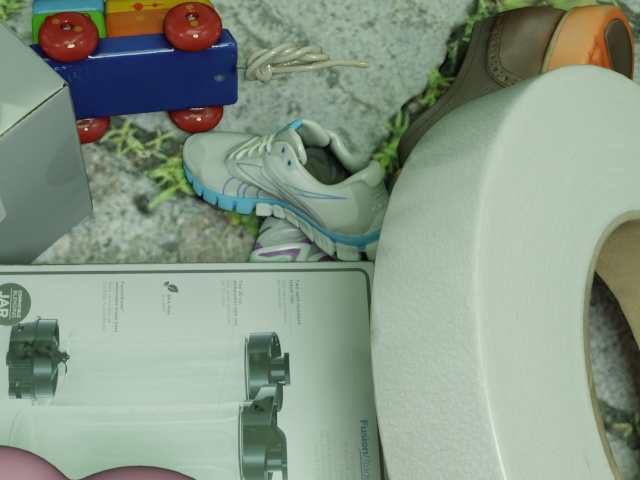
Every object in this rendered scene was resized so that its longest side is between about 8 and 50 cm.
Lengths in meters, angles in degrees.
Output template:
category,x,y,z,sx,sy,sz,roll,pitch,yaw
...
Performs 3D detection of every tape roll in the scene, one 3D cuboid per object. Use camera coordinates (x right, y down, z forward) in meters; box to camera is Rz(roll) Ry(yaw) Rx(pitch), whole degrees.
category,x,y,z,sx,sy,sz,roll,pitch,yaw
tape roll,0.177,0.091,0.666,0.392,0.072,0.391,22,60,-43

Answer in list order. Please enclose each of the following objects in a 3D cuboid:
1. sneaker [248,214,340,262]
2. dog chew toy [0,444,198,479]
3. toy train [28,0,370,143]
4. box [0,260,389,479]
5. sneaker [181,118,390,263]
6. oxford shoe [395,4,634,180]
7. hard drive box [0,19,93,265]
category,x,y,z,sx,sy,sz,roll,pitch,yaw
sneaker,0.000,0.000,0.834,0.098,0.038,0.069,10,66,-2
dog chew toy,-0.088,0.215,0.597,0.332,0.206,0.206,24,66,3
toy train,-0.098,-0.166,0.873,0.248,0.105,0.143,-7,53,-9
box,-0.103,0.105,0.748,0.290,0.087,0.169,-2,66,-6
sneaker,-0.024,-0.056,0.806,0.191,0.082,0.071,21,48,31
oxford shoe,0.112,-0.009,0.827,0.133,0.130,0.363,12,67,34
hard drive box,-0.269,-0.107,0.776,0.232,0.181,0.089,42,69,13
